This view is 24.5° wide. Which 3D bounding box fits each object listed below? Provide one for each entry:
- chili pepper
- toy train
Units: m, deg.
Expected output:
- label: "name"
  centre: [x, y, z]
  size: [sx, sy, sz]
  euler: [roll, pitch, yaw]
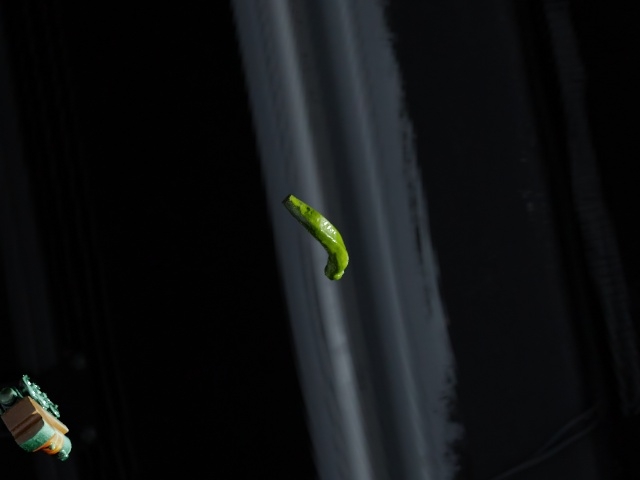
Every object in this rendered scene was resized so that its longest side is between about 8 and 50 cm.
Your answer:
- label: "chili pepper"
  centre: [0.000, 0.001, 0.945]
  size: [0.030, 0.083, 0.017]
  euler: [6, -124, 25]
- label: "toy train"
  centre: [-0.255, 0.165, 1.323]
  size: [0.044, 0.103, 0.064]
  euler: [-38, -115, -6]
